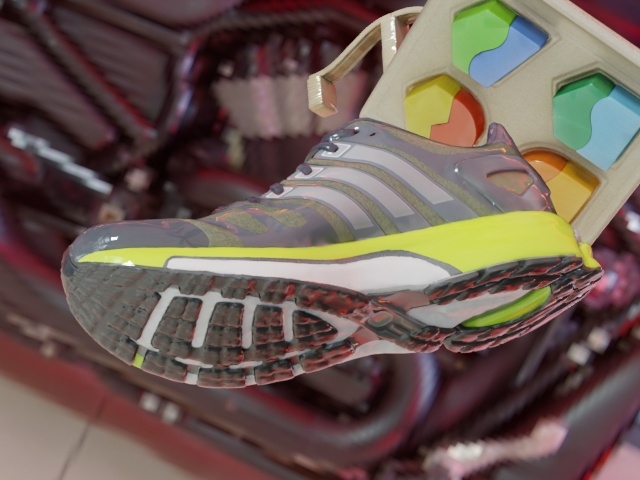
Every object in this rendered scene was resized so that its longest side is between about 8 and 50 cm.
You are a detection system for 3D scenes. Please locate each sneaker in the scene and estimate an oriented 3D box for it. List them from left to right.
[{"bbox_3d":[0.000,0.000,1.090,0.300,0.111,0.121,-3,55,-25],"label":"sneaker"}]

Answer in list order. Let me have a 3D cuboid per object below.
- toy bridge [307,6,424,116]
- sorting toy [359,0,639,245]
[{"bbox_3d":[0.065,-0.162,1.702,0.026,0.188,0.063,27,53,-49],"label":"toy bridge"},{"bbox_3d":[0.138,-0.088,1.390,0.193,0.208,0.038,35,48,3],"label":"sorting toy"}]
